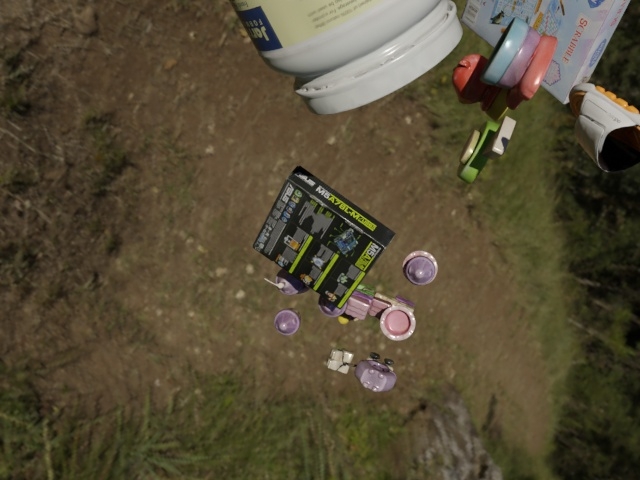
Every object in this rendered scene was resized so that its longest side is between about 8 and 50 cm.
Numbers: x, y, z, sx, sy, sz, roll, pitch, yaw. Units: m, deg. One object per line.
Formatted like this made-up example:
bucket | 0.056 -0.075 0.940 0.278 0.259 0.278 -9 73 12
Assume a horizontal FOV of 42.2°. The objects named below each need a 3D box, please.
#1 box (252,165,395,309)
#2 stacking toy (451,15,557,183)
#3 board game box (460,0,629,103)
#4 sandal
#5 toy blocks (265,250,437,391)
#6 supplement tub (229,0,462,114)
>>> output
box | 0.000 0.000 1.305 0.045 0.184 0.191 -55 177 -41
stacking toy | 0.308 -0.272 1.588 0.280 0.130 0.309 -62 -179 -11
board game box | 0.456 -0.496 1.683 0.066 0.318 0.319 -28 152 -29
sandal | 0.405 -0.128 1.106 0.076 0.265 0.102 -44 130 2
toy blocks | 0.046 0.125 1.566 0.260 0.288 0.309 -35 147 -80
supplement tub | -0.002 -0.324 0.886 0.235 0.235 0.325 -43 116 -26
